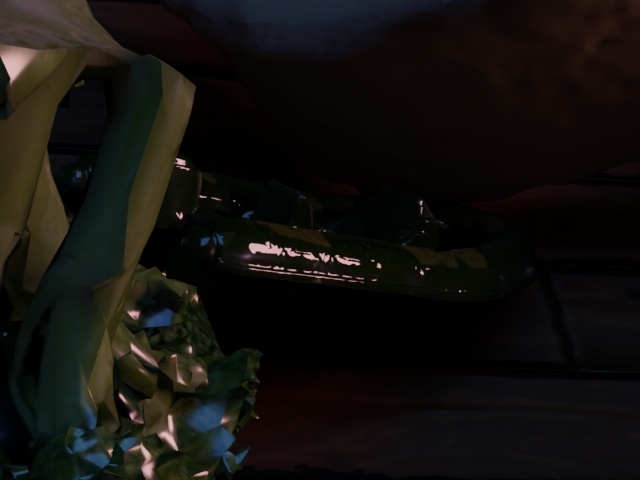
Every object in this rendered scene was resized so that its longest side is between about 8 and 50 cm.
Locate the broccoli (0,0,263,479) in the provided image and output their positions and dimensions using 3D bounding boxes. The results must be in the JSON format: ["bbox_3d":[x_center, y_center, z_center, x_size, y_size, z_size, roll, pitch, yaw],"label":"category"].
[{"bbox_3d":[-0.133,0.044,0.472,0.307,0.275,0.308,28,21,-12],"label":"broccoli"}]

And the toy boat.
[{"bbox_3d":[0.000,0.000,0.670,0.210,0.052,0.104,7,11,-44],"label":"toy boat"}]

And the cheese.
[{"bbox_3d":[0.082,-0.181,0.750,0.332,0.153,0.292,-27,58,4],"label":"cheese"}]
